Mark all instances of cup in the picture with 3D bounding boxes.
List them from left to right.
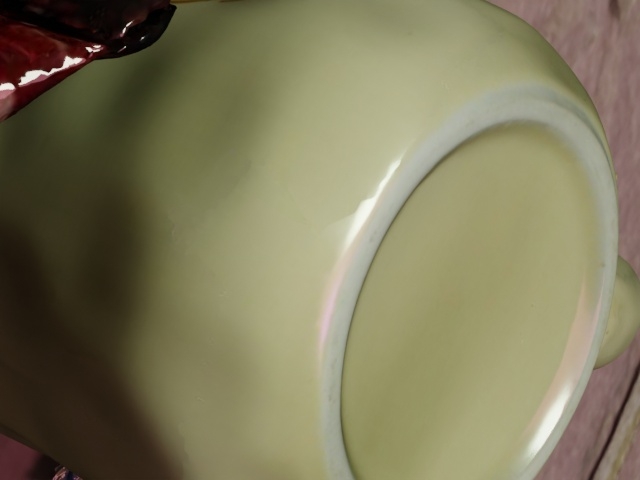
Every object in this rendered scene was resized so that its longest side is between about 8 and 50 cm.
[{"bbox_3d":[-0.011,0.016,0.531,0.173,0.202,0.255,-60,140,-13],"label":"cup"}]

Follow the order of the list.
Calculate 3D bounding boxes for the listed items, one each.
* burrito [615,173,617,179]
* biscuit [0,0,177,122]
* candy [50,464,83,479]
[{"bbox_3d":[0.056,-0.067,0.686,0.058,0.063,0.229,-41,141,8],"label":"burrito"},{"bbox_3d":[-0.158,-0.020,0.390,0.235,0.151,0.063,-39,142,-30],"label":"biscuit"},{"bbox_3d":[-0.087,0.114,0.626,0.030,0.020,0.083,-29,128,-38],"label":"candy"}]
